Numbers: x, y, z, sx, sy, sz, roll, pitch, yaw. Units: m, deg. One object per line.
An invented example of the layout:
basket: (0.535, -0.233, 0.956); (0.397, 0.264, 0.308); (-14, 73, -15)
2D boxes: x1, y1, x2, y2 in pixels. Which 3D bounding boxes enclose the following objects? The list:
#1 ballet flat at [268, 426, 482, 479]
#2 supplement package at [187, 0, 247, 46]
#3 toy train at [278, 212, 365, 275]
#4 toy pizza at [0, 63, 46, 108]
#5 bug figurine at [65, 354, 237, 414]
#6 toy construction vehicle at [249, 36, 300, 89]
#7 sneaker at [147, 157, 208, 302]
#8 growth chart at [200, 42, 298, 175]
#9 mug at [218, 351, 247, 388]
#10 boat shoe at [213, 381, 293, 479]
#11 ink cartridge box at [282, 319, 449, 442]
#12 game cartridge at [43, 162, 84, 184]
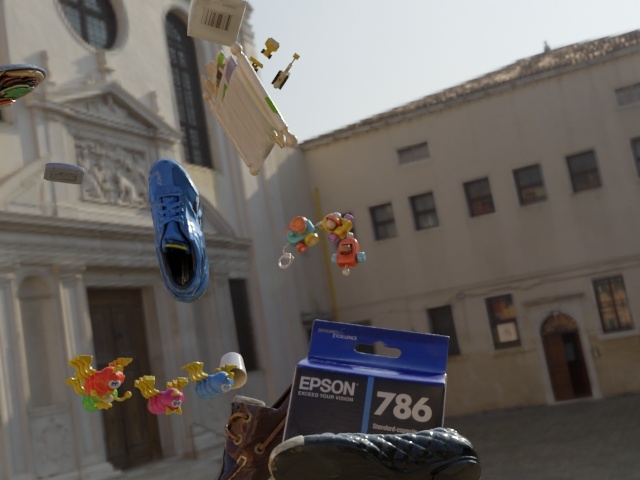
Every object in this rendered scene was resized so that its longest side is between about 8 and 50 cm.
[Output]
ballet flat: (0.041, 0.167, 0.574); (0.173, 0.057, 0.049); (8, 17, -22)
supplement package: (-0.222, -0.500, 1.630); (0.105, 0.105, 0.179); (11, 31, -15)
toy train: (0.000, 0.000, 1.342); (0.166, 0.125, 0.046); (-1, -36, 23)
toy pizza: (-0.540, -0.233, 1.231); (0.201, 0.032, 0.201); (-20, 3, 1)
bug figurine: (-0.283, 0.244, 1.248); (0.279, 0.072, 0.216); (9, -26, -35)
toy construction vehicle: (-0.098, -0.346, 1.511); (0.098, 0.086, 0.035); (-56, 5, 18)
sneaker: (-0.191, -0.021, 1.022); (0.069, 0.209, 0.082); (-11, -14, -5)
growth chart: (-0.107, -0.175, 1.040); (0.021, 0.172, 0.237); (-30, 2, -18)
mug: (-0.196, 0.273, 1.622); (0.078, 0.062, 0.064); (-14, 34, 2)
boat shoe: (-0.076, 0.253, 0.994); (0.342, 0.123, 0.123); (-40, -2, -21)
ink cartridge box: (0.039, 0.240, 0.792); (0.165, 0.332, 0.065); (5, -23, 10)
game cartridge: (-0.571, -0.150, 1.700); (0.083, 0.017, 0.056); (7, -33, -23)
